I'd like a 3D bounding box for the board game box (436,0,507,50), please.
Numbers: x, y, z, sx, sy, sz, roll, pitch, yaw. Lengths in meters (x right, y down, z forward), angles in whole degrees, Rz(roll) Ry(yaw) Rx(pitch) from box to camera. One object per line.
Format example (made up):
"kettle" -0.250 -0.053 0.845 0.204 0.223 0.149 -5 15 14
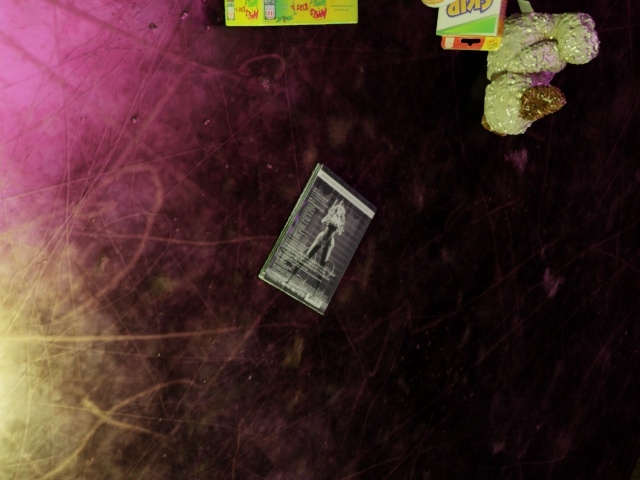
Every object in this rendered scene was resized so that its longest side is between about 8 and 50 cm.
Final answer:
"board game box" 0.282 -0.480 1.276 0.039 0.124 0.259 -13 111 -50

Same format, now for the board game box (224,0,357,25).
"board game box" -0.041 -0.344 1.050 0.181 0.092 0.043 -16 113 -38

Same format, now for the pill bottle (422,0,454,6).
"pill bottle" 0.168 -0.504 1.171 0.216 0.121 0.121 38 76 -42

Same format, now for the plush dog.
"plush dog" 0.391 -0.319 1.384 0.210 0.262 0.225 13 83 -10

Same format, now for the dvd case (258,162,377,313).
"dvd case" 0.000 0.000 1.236 0.164 0.018 0.221 35 79 -41
